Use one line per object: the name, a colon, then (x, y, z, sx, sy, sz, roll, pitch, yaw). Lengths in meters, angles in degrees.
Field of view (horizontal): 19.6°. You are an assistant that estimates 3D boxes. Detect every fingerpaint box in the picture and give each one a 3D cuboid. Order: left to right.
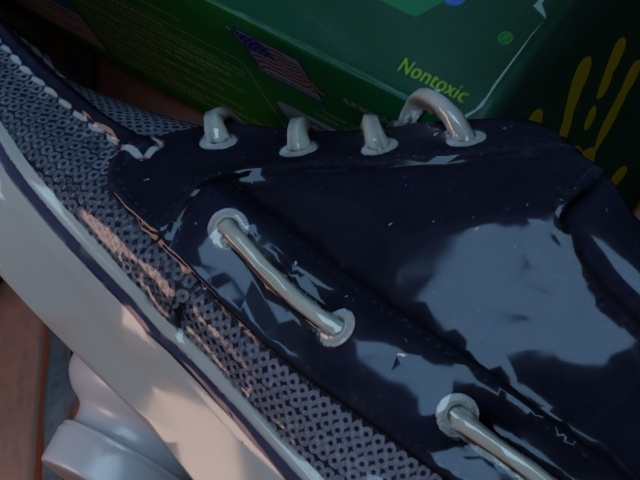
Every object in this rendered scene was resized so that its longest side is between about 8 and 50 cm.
fingerpaint box: (0.010, -0.244, 0.814, 0.445, 0.163, 0.371, 30, 77, 29)

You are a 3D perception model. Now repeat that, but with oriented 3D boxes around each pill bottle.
pill bottle: (-0.046, 0.038, 0.740, 0.086, 0.086, 0.152, 22, 74, 27)

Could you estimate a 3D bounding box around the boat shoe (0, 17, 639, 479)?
boat shoe: (0.000, 0.000, 0.614, 0.158, 0.127, 0.340, -46, 65, 4)
